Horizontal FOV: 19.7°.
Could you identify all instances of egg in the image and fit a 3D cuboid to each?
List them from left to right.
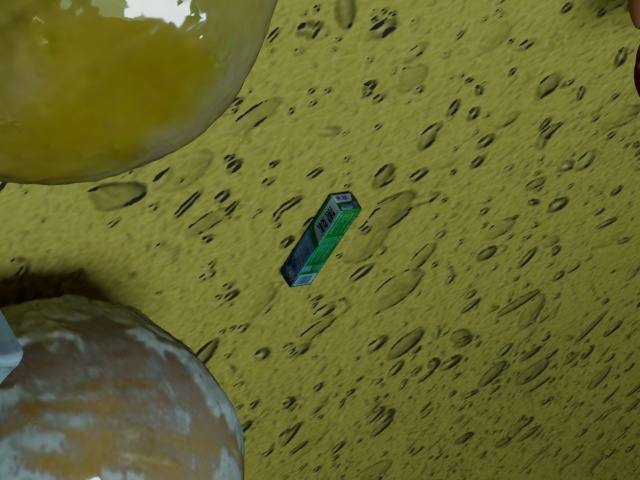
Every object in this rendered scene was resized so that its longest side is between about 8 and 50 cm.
[{"bbox_3d":[-0.149,0.134,1.104,0.203,0.203,0.245,-39,149,11],"label":"egg"}]

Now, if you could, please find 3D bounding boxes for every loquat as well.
[{"bbox_3d":[-0.107,-0.124,0.679,0.208,0.208,0.208,-27,155,-14],"label":"loquat"}]

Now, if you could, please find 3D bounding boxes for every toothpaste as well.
[{"bbox_3d":[0.000,0.000,1.253,0.020,0.017,0.083,-8,146,-38],"label":"toothpaste"}]

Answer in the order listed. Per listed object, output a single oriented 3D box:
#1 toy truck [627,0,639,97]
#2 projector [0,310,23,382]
[{"bbox_3d":[0.327,-0.187,1.147,0.265,0.239,0.189,16,142,-4],"label":"toy truck"},{"bbox_3d":[-0.261,0.042,0.828,0.242,0.177,0.163,-48,153,27],"label":"projector"}]
